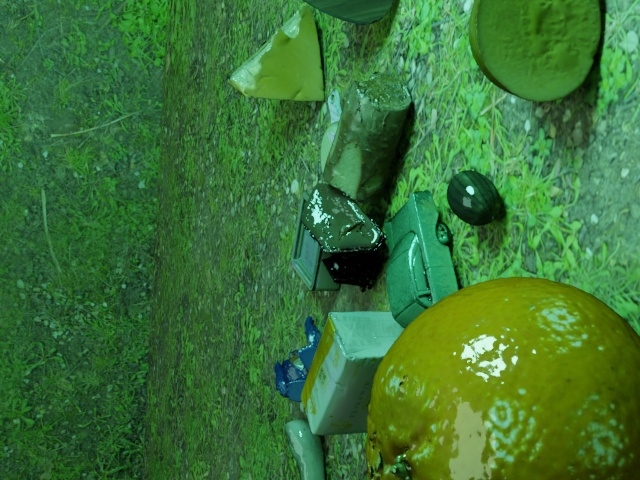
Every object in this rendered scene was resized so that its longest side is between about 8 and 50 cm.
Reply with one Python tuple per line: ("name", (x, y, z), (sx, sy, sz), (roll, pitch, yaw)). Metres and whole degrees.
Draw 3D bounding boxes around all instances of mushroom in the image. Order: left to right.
("mushroom", (-0.028, 0.524, 2.049), (0.092, 0.081, 0.223), (-31, 61, 35))

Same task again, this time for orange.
("orange", (0.236, 0.253, 1.125), (0.424, 0.326, 0.424), (180, 90, -69))

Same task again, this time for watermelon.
("watermelon", (0.245, -0.066, 1.423), (0.111, 0.078, 0.078), (-122, 39, -50))

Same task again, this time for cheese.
("cheese", (0.042, -0.216, 1.906), (0.137, 0.064, 0.227), (-40, 55, 56))

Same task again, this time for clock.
("clock", (0.000, 0.000, 1.994), (0.147, 0.071, 0.192), (-129, 44, -56))

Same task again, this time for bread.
("bread", (-0.117, -0.430, 2.091), (0.183, 0.211, 0.224), (-155, 61, -72))

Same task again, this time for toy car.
("toy car", (0.175, 0.083, 1.553), (0.141, 0.097, 0.321), (130, 135, -57))

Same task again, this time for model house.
("model house", (0.053, -0.007, 1.806), (0.203, 0.141, 0.164), (58, -173, 31))

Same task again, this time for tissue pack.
("tissue pack", (0.082, 0.248, 1.659), (0.124, 0.185, 0.225), (-115, 33, -43))

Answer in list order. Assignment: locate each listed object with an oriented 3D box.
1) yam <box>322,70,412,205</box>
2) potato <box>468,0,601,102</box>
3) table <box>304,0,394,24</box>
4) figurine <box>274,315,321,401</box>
("yam", (0.091, -0.195, 1.721), (0.128, 0.129, 0.238), (-98, 23, -56))
("potato", (0.281, -0.298, 1.255), (0.158, 0.178, 0.203), (-131, 19, -78))
("table", (0.026, -0.595, 1.780), (0.249, 0.317, 0.317), (-111, 28, -66))
("figurine", (-0.028, 0.289, 2.017), (0.164, 0.120, 0.262), (-57, 8, 10))
